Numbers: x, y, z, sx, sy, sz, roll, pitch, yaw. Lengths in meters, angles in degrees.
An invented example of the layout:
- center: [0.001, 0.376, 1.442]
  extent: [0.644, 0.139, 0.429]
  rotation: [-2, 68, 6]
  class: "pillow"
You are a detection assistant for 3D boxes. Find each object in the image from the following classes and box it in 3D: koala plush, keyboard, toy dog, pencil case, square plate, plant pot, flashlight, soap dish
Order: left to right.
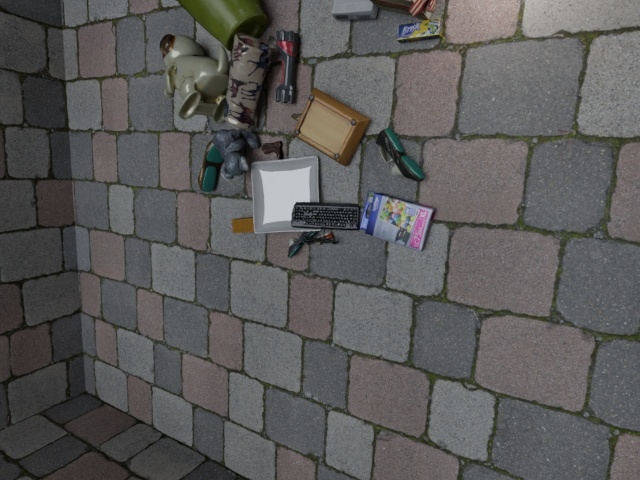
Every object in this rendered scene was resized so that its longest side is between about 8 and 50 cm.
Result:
- center: [-0.642, -0.843, 2.036]
  extent: [0.408, 0.284, 0.395]
  rotation: [52, 135, 21]
  class: "toy dog"
- center: [-0.433, -1.085, 1.872]
  extent: [0.366, 0.366, 0.353]
  rotation: [-35, 92, 30]
  class: "plant pot"
- center: [-0.422, -0.413, 2.007]
  extent: [0.196, 0.203, 0.221]
  rotation: [-16, 75, 33]
  class: "koala plush"
- center: [-0.339, -0.727, 1.915]
  extent: [0.160, 0.183, 0.410]
  rotation: [-105, 28, -50]
  class: "pencil case"
- center: [-0.163, -0.790, 1.883]
  extent: [0.103, 0.103, 0.304]
  rotation: [4, 108, -8]
  class: "flashlight"
- center: [-0.162, -0.212, 1.960]
  extent: [0.343, 0.049, 0.348]
  rotation: [-2, 92, 17]
  class: "square plate"
- center: [0.017, -0.072, 1.875]
  extent: [0.317, 0.033, 0.202]
  rotation: [3, 96, 16]
  class: "keyboard"
- center: [0.035, -0.487, 1.774]
  extent: [0.290, 0.118, 0.229]
  rotation: [33, 113, 10]
  class: "soap dish"

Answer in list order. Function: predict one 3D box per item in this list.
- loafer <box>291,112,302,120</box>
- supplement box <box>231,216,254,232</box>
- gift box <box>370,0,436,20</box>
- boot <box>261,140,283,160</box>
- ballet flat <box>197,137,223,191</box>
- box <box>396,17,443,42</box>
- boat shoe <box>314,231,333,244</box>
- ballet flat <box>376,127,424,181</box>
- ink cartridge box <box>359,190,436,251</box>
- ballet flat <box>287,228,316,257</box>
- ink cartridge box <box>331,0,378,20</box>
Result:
- center: [-0.064, -0.566, 1.886]
  extent: [0.147, 0.056, 0.050]
  rotation: [18, 106, 17]
  class: "loafer"
- center: [-0.345, -0.083, 2.115]
  extent: [0.233, 0.078, 0.080]
  rotation: [-5, 95, 30]
  class: "supplement box"
- center: [0.309, -0.954, 1.478]
  extent: [0.258, 0.276, 0.255]
  rotation: [26, 115, 23]
  class: "gift box"
- center: [-0.239, -0.431, 2.017]
  extent: [0.114, 0.037, 0.107]
  rotation: [-3, 84, 28]
  class: "boot"
- center: [-0.584, -0.427, 2.195]
  extent: [0.124, 0.116, 0.343]
  rotation: [45, 123, 38]
  class: "ballet flat"
- center: [0.380, -0.805, 1.582]
  extent: [0.168, 0.054, 0.059]
  rotation: [7, 102, 29]
  class: "box"
- center: [0.000, 0.000, 1.944]
  extent: [0.137, 0.049, 0.043]
  rotation: [-21, 90, 27]
  class: "boat shoe"
- center: [0.319, -0.331, 1.683]
  extent: [0.096, 0.095, 0.281]
  rotation: [-45, 65, 38]
  class: "ballet flat"
- center: [0.310, -0.088, 1.740]
  extent: [0.311, 0.065, 0.186]
  rotation: [21, 108, 28]
  class: "ink cartridge box"
- center: [-0.103, -0.002, 1.991]
  extent: [0.203, 0.074, 0.074]
  rotation: [-45, 75, 22]
  class: "ballet flat"
- center: [0.162, -1.029, 1.689]
  extent: [0.189, 0.066, 0.233]
  rotation: [13, 84, 28]
  class: "ink cartridge box"
